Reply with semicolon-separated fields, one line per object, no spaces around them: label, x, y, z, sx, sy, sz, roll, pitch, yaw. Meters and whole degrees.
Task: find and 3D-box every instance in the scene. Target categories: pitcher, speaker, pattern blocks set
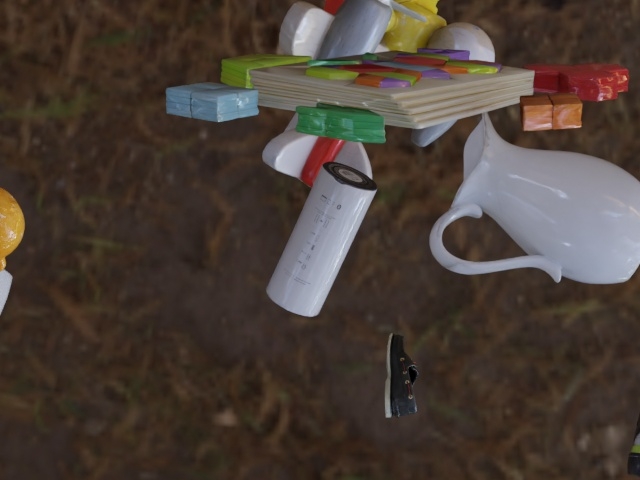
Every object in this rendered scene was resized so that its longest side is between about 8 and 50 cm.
pitcher;0.225;-0.017;1.664;0.207;0.178;0.125;25;159;1
speaker;0.000;0.000;1.488;0.055;0.055;0.136;19;110;-16
pattern blocks set;0.057;-0.112;1.163;0.285;0.325;0.026;8;106;24

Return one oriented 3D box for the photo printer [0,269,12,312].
photo printer;-0.502;0.091;1.955;0.107;0.256;0.307;25;168;23

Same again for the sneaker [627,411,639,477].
sneaker;0.369;0.198;1.683;0.084;0.097;0.234;10;178;15

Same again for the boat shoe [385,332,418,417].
boat shoe;0.100;0.165;2.008;0.042;0.133;0.049;-4;128;5

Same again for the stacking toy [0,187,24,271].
stacking toy;-0.329;0.006;1.128;0.302;0.166;0.175;-12;100;24

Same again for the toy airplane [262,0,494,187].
toy airplane;0.084;-0.220;2.072;0.272;0.386;0.384;10;131;26
